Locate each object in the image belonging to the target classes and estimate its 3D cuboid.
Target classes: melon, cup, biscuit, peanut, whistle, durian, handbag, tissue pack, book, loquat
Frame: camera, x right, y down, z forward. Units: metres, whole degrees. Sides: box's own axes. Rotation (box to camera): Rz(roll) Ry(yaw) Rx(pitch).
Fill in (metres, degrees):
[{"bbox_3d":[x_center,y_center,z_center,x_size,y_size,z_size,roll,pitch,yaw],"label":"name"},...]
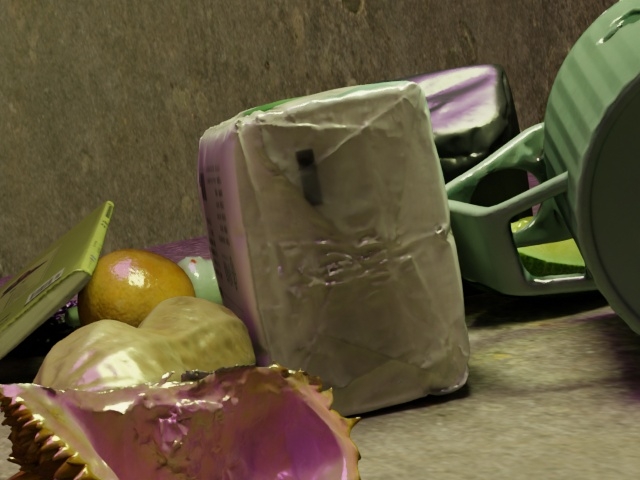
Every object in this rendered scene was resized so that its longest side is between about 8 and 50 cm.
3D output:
[{"bbox_3d":[0.273,0.006,1.508,0.323,0.124,0.196,-22,5,-37],"label":"melon"},{"bbox_3d":[0.314,-0.037,1.184,0.401,0.310,0.392,-46,1,16],"label":"cup"},{"bbox_3d":[-0.370,0.118,1.872,0.194,0.053,0.194,-10,6,1],"label":"biscuit"},{"bbox_3d":[-0.127,0.116,1.009,0.130,0.130,0.290,-8,4,20],"label":"peanut"},{"bbox_3d":[-0.211,0.075,1.807,0.253,0.106,0.102,-13,-35,-22],"label":"whistle"},{"bbox_3d":[-0.073,0.130,0.741,0.165,0.132,0.182,4,-2,20],"label":"durian"},{"bbox_3d":[0.099,-0.061,1.581,0.275,0.178,0.302,-5,-36,13],"label":"handbag"},{"bbox_3d":[0.002,0.000,1.263,0.193,0.266,0.356,-11,6,-8],"label":"tissue pack"},{"bbox_3d":[-0.346,0.068,1.632,0.239,0.035,0.352,-40,12,6],"label":"book"},{"bbox_3d":[-0.211,0.076,1.592,0.141,0.141,0.141,-10,5,1],"label":"loquat"}]
